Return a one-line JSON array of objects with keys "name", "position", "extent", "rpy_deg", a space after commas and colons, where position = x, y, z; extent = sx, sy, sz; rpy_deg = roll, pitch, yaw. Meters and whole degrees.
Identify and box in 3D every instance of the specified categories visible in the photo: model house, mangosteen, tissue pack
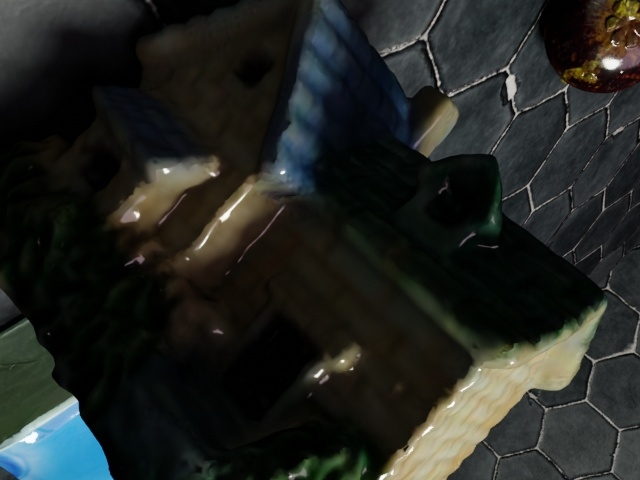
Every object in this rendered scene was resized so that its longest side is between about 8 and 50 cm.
[{"name": "model house", "position": [0.000, 0.000, 0.631], "extent": [0.400, 0.445, 0.395], "rpy_deg": [-45, 148, 3]}, {"name": "mangosteen", "position": [0.444, -0.328, 1.071], "extent": [0.192, 0.192, 0.217], "rpy_deg": [-52, -179, 11]}, {"name": "tissue pack", "position": [-0.280, 0.202, 0.824], "extent": [0.198, 0.146, 0.263], "rpy_deg": [-33, 149, -18]}]
